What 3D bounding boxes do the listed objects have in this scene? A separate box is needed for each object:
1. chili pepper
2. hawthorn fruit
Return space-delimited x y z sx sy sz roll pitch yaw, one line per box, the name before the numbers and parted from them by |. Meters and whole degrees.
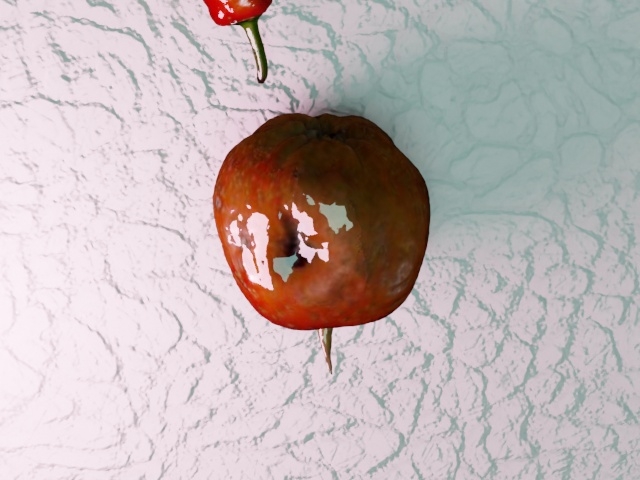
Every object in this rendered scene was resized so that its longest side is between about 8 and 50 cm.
chili pepper | -0.176 -0.329 1.628 0.368 0.092 0.137 35 125 -9
hawthorn fruit | 0.001 -0.023 1.673 0.258 0.258 0.262 -1 142 -2
